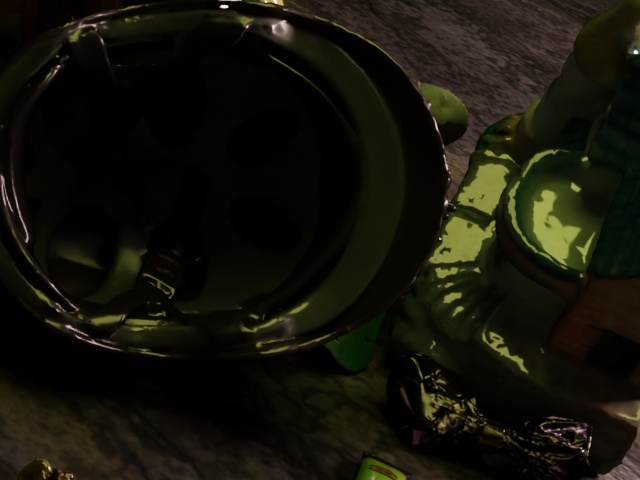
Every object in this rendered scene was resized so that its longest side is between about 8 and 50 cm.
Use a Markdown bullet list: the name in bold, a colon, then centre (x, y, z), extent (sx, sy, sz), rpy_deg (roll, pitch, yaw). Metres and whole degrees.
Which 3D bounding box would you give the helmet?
- **helmet**: centre (-0.082, -0.034, 1.175), extent (0.305, 0.225, 0.177), rpy_deg (3, -2, -12)

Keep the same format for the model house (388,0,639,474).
- **model house**: centre (0.211, -0.043, 1.266), extent (0.194, 0.325, 0.267), rpy_deg (26, 56, 0)

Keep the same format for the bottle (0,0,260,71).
- **bottle**: centre (-0.167, -0.162, 1.301), extent (0.271, 0.143, 0.156), rpy_deg (-5, -8, 38)

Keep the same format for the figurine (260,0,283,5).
- **figurine**: centre (-0.075, -0.191, 1.643), extent (0.208, 0.128, 0.184), rpy_deg (38, 22, 6)

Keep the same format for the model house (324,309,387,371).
- **model house**: centre (0.000, 0.000, 1.308), extent (0.088, 0.167, 0.117), rpy_deg (10, -18, 35)

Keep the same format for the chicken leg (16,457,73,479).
- **chicken leg**: centre (-0.116, 0.167, 0.931), extent (0.093, 0.070, 0.178), rpy_deg (1, 26, -33)

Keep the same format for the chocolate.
- **chocolate**: centre (0.113, 0.131, 1.254), extent (0.147, 0.070, 0.072), rpy_deg (19, 33, 9)

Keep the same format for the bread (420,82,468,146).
- **bread**: centre (-0.015, -0.088, 1.389), extent (0.267, 0.040, 0.267), rpy_deg (-4, -6, 0)

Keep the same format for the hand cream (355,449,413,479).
- **hand cream**: centre (0.030, 0.163, 1.133), extent (0.036, 0.023, 0.122), rpy_deg (25, 19, 6)

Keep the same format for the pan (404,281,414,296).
- **pan**: centre (0.075, 0.049, 1.410), extent (0.115, 0.023, 0.068), rpy_deg (23, 24, -13)
